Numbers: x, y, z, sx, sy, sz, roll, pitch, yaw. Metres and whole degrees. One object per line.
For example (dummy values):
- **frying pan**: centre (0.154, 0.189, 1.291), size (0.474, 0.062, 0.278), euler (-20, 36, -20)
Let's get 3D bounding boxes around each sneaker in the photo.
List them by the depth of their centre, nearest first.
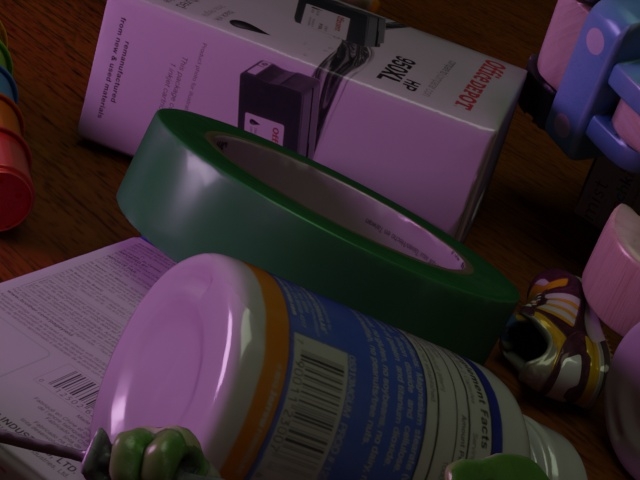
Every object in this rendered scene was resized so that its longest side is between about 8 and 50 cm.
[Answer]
- **sneaker**: centre (0.196, 0.072, 1.014), size (0.084, 0.069, 0.185), euler (18, 24, -12)

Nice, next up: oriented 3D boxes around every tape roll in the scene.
- **tape roll**: centre (0.000, 0.000, 0.919), size (0.321, 0.077, 0.321), euler (27, 10, -5)

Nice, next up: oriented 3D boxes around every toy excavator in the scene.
- **toy excavator**: centre (0.364, -0.115, 1.145), size (0.433, 0.222, 0.445), euler (-13, 48, -26)

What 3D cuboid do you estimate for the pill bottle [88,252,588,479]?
- **pill bottle**: centre (0.021, 0.122, 0.660), size (0.272, 0.152, 0.152), euler (25, 19, -30)

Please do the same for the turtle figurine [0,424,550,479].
- **turtle figurine**: centre (-0.044, 0.176, 0.441), size (0.275, 0.266, 0.197), euler (39, 46, -28)

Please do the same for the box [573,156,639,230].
- **box**: centre (0.479, -0.044, 1.369), size (0.262, 0.126, 0.231), euler (-9, 36, -43)

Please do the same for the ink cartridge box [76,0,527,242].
- **ink cartridge box**: centre (-0.004, -0.145, 1.206), size (0.395, 0.166, 0.285), euler (22, 25, 7)

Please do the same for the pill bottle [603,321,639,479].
- **pill bottle**: centre (0.365, 0.135, 0.918), size (0.246, 0.136, 0.136), euler (7, 27, -22)

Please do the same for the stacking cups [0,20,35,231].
- **stacking cups**: centre (-0.316, -0.110, 1.041), size (0.096, 0.096, 0.316), euler (6, 33, -25)

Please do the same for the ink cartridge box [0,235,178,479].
- **ink cartridge box**: centre (-0.133, 0.083, 0.783), size (0.186, 0.065, 0.311), euler (30, 30, 23)

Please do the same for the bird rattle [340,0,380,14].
- **bird rattle**: centre (-0.019, -0.405, 1.834), size (0.207, 0.143, 0.253), euler (14, 10, -35)
